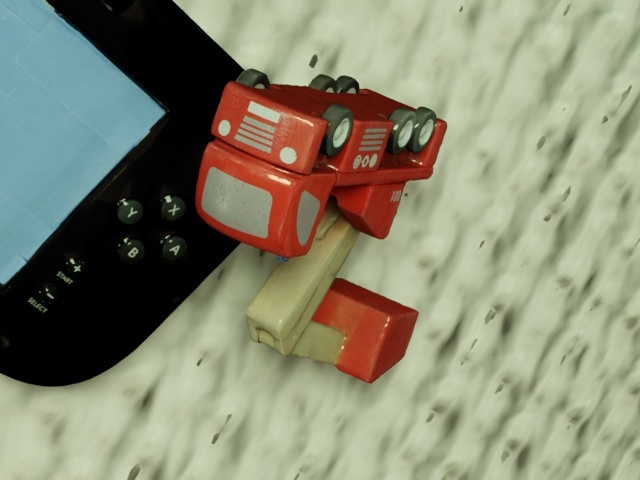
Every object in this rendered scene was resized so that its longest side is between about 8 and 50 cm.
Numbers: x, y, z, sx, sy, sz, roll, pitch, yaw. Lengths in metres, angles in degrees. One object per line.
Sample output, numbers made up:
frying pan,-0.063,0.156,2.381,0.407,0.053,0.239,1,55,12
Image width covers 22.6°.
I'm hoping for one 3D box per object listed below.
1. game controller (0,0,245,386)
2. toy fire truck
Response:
game controller,-0.155,-0.070,0.616,0.166,0.067,0.319,-51,124,-4
toy fire truck,0.000,0.000,0.682,0.192,0.047,0.135,-9,121,-65
